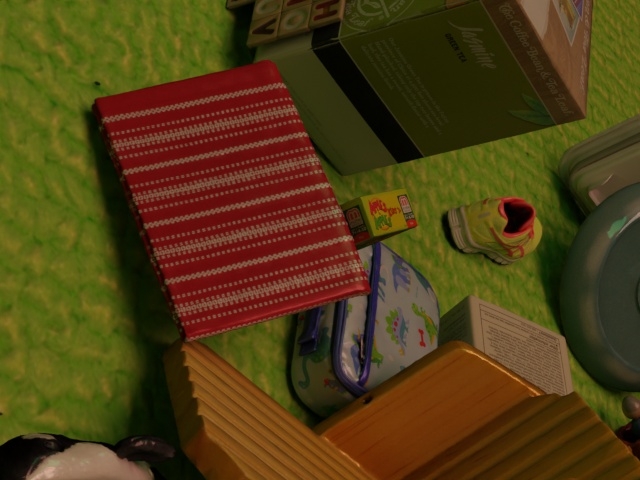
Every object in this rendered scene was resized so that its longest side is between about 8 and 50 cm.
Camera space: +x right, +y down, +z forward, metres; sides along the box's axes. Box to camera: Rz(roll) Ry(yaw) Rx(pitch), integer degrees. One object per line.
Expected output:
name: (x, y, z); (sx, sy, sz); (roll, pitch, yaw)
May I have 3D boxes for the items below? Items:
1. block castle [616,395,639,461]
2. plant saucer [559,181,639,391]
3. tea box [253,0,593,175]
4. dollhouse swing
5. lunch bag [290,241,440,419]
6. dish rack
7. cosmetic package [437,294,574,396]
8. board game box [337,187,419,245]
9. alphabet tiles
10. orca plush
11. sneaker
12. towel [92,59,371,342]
block castle: (0.496, 0.354, 1.824); (0.212, 0.303, 0.453); (57, 33, -13)
plant saucer: (0.493, 0.071, 2.051); (0.318, 0.044, 0.317); (-4, 100, -25)
tea box: (0.135, -0.291, 1.643); (0.220, 0.324, 0.329); (50, 39, -41)
dollhouse swing: (0.076, 0.165, 1.258); (0.305, 0.315, 0.347); (57, 0, -19)
lunch bag: (0.052, 0.108, 1.542); (0.176, 0.090, 0.219); (40, 41, -31)
dish rack: (0.554, -0.048, 2.154); (0.333, 0.286, 0.072); (50, 30, -25)
cosmetic package: (0.208, 0.232, 1.599); (0.160, 0.113, 0.309); (25, 43, -25)
board game box: (0.000, 0.000, 1.444); (0.092, 0.181, 0.043); (-14, 83, -57)
alphabet tiles: (-0.016, -0.318, 1.599); (0.009, 0.198, 0.237); (53, 34, -42)
orca plush: (-0.179, 0.188, 1.159); (0.287, 0.151, 0.102); (6, 35, -50)
sneaker: (0.260, -0.019, 1.902); (0.208, 0.094, 0.081); (0, 69, -56)
towel: (-0.088, -0.044, 1.352); (0.199, 0.031, 0.274); (-15, 68, -20)
